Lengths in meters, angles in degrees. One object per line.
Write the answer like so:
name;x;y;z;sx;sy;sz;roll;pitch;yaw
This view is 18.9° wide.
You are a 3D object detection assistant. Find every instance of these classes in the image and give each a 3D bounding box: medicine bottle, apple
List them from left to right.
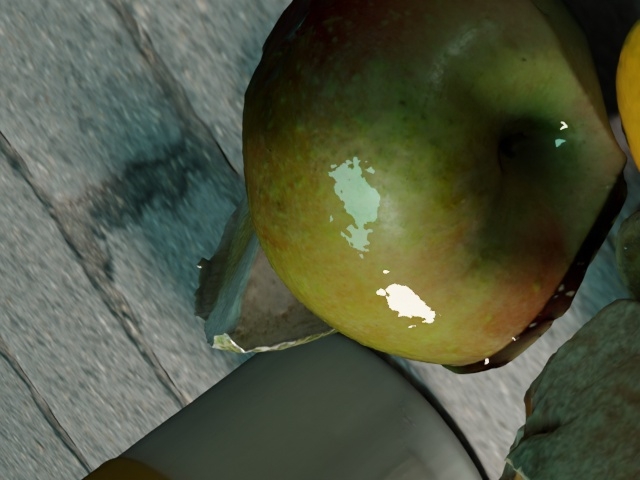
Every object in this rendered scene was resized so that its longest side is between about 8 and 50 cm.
medicine bottle;-0.032;0.213;1.302;0.238;0.232;0.238;40;151;28
apple;0.045;-0.044;0.913;0.188;0.173;0.207;27;127;60

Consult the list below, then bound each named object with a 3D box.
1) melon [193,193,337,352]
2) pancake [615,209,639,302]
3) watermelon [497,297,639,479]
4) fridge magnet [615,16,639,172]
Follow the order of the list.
melon;0.003;0.004;1.142;0.139;0.202;0.093;18;128;-2
pancake;0.197;0.035;0.936;0.139;0.022;0.139;39;154;23
watermelon;0.207;0.155;0.931;0.264;0.151;0.302;59;173;-36
fridge magnet;0.184;-0.044;0.818;0.143;0.063;0.143;39;149;29
